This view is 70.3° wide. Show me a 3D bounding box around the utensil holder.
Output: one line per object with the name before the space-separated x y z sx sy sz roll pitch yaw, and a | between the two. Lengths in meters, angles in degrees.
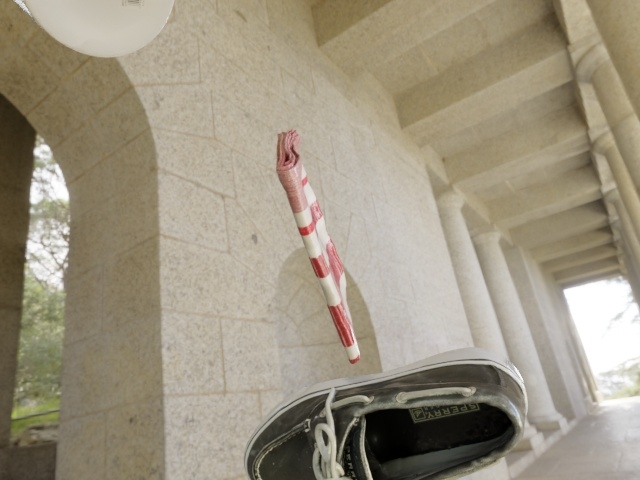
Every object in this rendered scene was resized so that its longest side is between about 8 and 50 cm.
utensil holder | -0.539 -0.616 0.965 0.328 0.385 0.327 -32 -32 -23

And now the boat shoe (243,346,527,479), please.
boat shoe | 0.038 0.193 0.420 0.306 0.113 0.105 -22 -1 23

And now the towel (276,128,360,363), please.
towel | 0.000 0.000 0.726 0.037 0.237 0.329 -18 -64 4
